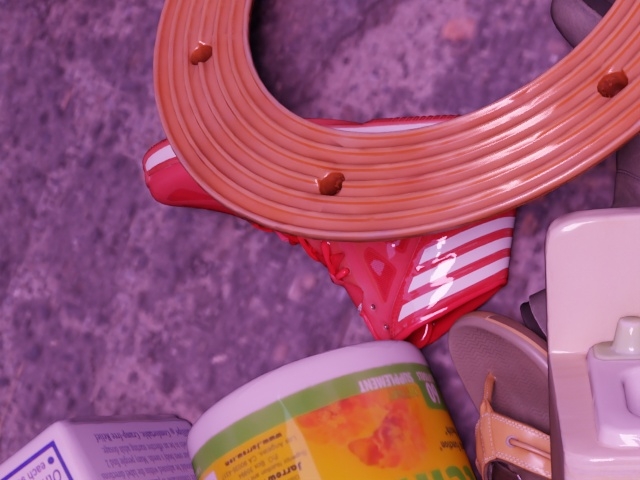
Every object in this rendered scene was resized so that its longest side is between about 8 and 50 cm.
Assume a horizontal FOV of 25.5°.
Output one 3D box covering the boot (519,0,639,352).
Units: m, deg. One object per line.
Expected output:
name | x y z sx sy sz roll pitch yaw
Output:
boot | 0.157 -0.008 0.722 0.161 0.083 0.246 -44 69 20

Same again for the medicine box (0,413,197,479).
medicine box | -0.136 0.286 0.782 0.263 0.149 0.289 -37 73 16

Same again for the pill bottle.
pill bottle | 0.034 0.186 0.713 0.136 0.136 0.245 -29 70 19

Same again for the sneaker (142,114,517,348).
sneaker | 0.000 0.000 0.784 0.221 0.087 0.128 -3 83 25

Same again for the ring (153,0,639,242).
ring | 0.064 -0.138 0.731 0.336 0.032 0.336 -15 53 21

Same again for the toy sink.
toy sink | 0.178 0.113 0.613 0.153 0.131 0.234 -2 106 7

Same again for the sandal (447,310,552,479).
sandal | 0.109 0.121 0.727 0.072 0.049 0.180 -29 79 52
